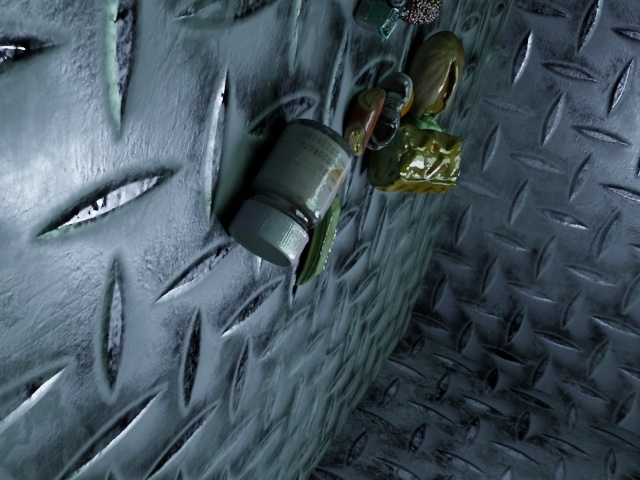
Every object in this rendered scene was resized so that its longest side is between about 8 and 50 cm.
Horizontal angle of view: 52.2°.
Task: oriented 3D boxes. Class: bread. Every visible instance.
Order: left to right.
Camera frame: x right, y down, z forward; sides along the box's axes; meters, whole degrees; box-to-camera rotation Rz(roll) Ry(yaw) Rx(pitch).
[{"bbox_3d":[0.111,-0.320,1.706,0.119,0.067,0.193,-11,123,-81],"label":"bread"},{"bbox_3d":[0.290,-0.242,1.996,0.252,0.196,0.239,-4,119,-28],"label":"bread"}]

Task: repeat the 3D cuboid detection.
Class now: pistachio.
[{"bbox_3d":[0.346,-0.516,2.038,0.166,0.197,0.288,-3,139,-23],"label":"pistachio"}]

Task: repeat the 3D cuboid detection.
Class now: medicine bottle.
[{"bbox_3d":[-0.057,-0.097,1.331,0.273,0.165,0.165,-62,162,-17],"label":"medicine bottle"}]

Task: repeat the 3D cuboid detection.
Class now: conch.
[{"bbox_3d":[0.296,-0.314,2.181,0.251,0.143,0.137,-55,150,16],"label":"conch"}]

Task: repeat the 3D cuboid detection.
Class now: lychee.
[{"bbox_3d":[0.250,-0.612,1.669,0.123,0.129,0.123,-174,-90,-73],"label":"lychee"}]

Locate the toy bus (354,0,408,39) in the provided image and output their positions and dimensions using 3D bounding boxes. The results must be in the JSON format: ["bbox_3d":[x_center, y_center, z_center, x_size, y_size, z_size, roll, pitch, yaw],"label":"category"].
[{"bbox_3d":[0.172,-0.594,1.477,0.262,0.109,0.091,-66,164,3],"label":"toy bus"}]

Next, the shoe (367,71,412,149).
[{"bbox_3d":[0.176,-0.347,1.778,0.125,0.099,0.228,-66,177,-71],"label":"shoe"}]

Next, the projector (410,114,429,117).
[{"bbox_3d":[0.408,-0.541,2.289,0.259,0.079,0.257,-36,144,-61],"label":"projector"}]

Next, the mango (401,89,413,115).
[{"bbox_3d":[0.226,-0.413,1.906,0.111,0.089,0.163,-64,176,32],"label":"mango"}]

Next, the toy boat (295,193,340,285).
[{"bbox_3d":[0.000,0.000,1.804,0.093,0.055,0.293,-25,135,-62],"label":"toy boat"}]
